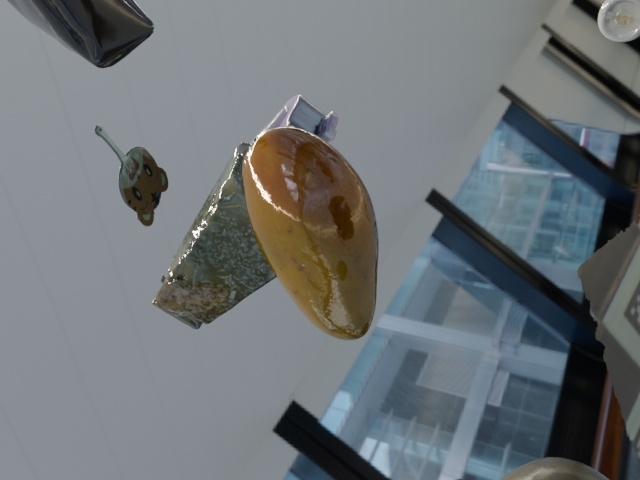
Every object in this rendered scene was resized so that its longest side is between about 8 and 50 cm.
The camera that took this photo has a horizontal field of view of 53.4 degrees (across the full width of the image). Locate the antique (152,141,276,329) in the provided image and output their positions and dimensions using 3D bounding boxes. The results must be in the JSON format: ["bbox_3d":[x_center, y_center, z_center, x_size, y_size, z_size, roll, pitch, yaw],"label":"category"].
[{"bbox_3d":[-0.133,0.012,0.909,0.150,0.284,0.125,35,-146,-18],"label":"antique"}]

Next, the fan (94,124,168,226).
[{"bbox_3d":[-0.373,-0.143,1.257,0.227,0.008,0.152,61,-150,-45],"label":"fan"}]

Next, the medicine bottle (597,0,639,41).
[{"bbox_3d":[0.508,-0.388,1.041,0.140,0.079,0.079,-50,-37,-39],"label":"medicine bottle"}]

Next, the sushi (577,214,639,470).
[{"bbox_3d":[0.251,0.076,0.396,0.264,0.050,0.290,-31,-70,-27],"label":"sushi"}]

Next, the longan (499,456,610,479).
[{"bbox_3d":[0.433,0.552,1.148,0.319,0.319,0.319,10,-90,-66],"label":"longan"}]

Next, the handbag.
[{"bbox_3d":[-0.355,-0.351,0.782,0.113,0.285,0.257,-49,-42,-6],"label":"handbag"}]

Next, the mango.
[{"bbox_3d":[0.000,0.000,0.672,0.113,0.138,0.253,-41,-61,-42],"label":"mango"}]

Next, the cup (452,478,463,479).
[{"bbox_3d":[0.099,0.267,0.574,0.078,0.100,0.077,90,164,-64],"label":"cup"}]

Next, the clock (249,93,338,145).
[{"bbox_3d":[-0.099,-0.156,1.344,0.102,0.338,0.338,37,-123,-18],"label":"clock"}]
